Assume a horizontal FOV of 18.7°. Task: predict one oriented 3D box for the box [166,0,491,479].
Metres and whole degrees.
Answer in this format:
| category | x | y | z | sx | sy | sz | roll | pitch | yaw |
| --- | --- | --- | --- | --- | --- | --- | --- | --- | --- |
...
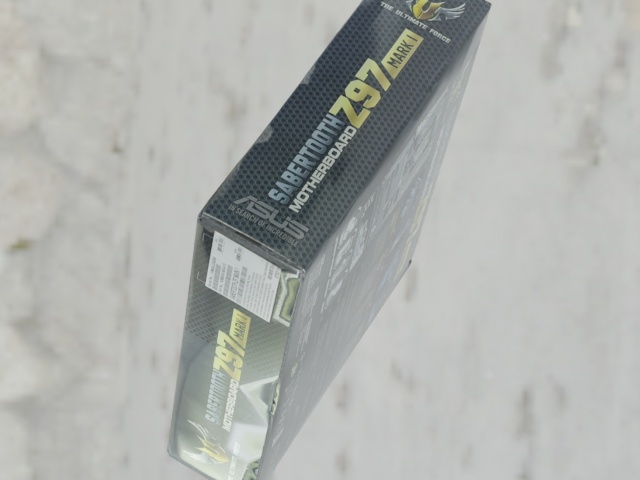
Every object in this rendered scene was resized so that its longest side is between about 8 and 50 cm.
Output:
| category | x | y | z | sx | sy | sz | roll | pitch | yaw |
| --- | --- | --- | --- | --- | --- | --- | --- | --- | --- |
| box | 0.000 | 0.000 | 0.959 | 0.183 | 0.059 | 0.233 | -54 | -12 | -31 |
